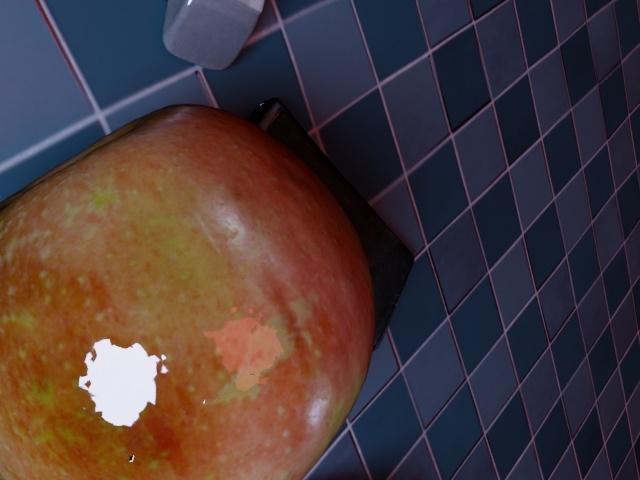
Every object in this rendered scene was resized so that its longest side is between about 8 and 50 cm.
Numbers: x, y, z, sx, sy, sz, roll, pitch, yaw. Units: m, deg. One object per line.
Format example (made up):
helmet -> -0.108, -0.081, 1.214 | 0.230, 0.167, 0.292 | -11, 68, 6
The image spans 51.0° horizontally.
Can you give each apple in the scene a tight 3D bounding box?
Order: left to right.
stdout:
apple -> -0.118, 0.054, 0.509 | 0.277, 0.319, 0.319 | 50, 59, -12

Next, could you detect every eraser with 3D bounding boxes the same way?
eraser -> -0.085, -0.348, 0.665 | 0.089, 0.061, 0.352 | 12, 86, -45

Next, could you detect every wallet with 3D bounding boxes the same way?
wallet -> 0.000, 0.000, 0.798 | 0.318, 0.045, 0.173 | 43, 62, -38
